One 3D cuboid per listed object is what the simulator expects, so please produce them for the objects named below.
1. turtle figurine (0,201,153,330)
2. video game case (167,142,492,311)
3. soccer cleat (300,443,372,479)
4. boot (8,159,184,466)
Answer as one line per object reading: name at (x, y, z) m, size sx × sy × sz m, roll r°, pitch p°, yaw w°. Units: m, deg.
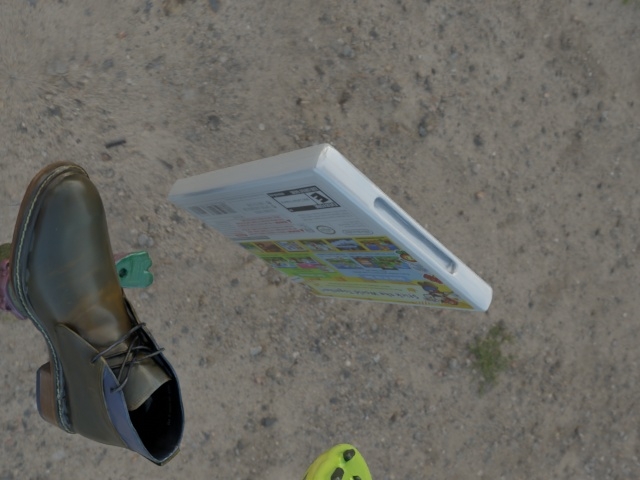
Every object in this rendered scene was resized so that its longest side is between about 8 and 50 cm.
turtle figurine at (-0.291, 0.042, 0.602) m, size 0.118 × 0.234 × 0.175 m, roll -29°, pitch 128°, yaw -54°
video game case at (0.000, 0.000, 0.485) m, size 0.206 × 0.227 × 0.026 m, roll 37°, pitch 67°, yaw -32°
soccer cleat at (-0.030, 0.272, 0.404) m, size 0.121 × 0.289 × 0.093 m, roll -28°, pitch 109°, yaw 30°
boot at (-0.140, 0.058, 0.382) m, size 0.082 × 0.106 × 0.219 m, roll -41°, pitch 145°, yaw -53°
